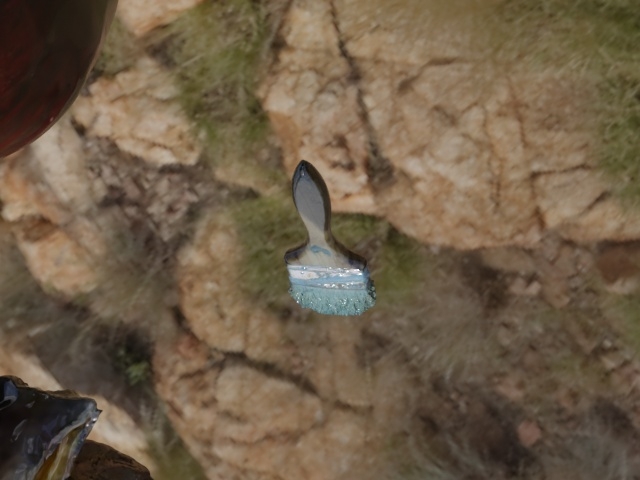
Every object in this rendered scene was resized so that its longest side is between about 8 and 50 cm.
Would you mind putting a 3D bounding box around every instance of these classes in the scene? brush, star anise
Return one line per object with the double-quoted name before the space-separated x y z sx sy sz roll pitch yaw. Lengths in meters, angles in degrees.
"brush" 0.000 0.000 0.848 0.070 0.021 0.196 5 148 11
"star anise" -0.282 0.203 0.850 0.117 0.332 0.331 59 146 39

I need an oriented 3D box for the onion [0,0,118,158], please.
"onion" -0.193 -0.182 0.597 0.232 0.314 0.313 1 120 11
